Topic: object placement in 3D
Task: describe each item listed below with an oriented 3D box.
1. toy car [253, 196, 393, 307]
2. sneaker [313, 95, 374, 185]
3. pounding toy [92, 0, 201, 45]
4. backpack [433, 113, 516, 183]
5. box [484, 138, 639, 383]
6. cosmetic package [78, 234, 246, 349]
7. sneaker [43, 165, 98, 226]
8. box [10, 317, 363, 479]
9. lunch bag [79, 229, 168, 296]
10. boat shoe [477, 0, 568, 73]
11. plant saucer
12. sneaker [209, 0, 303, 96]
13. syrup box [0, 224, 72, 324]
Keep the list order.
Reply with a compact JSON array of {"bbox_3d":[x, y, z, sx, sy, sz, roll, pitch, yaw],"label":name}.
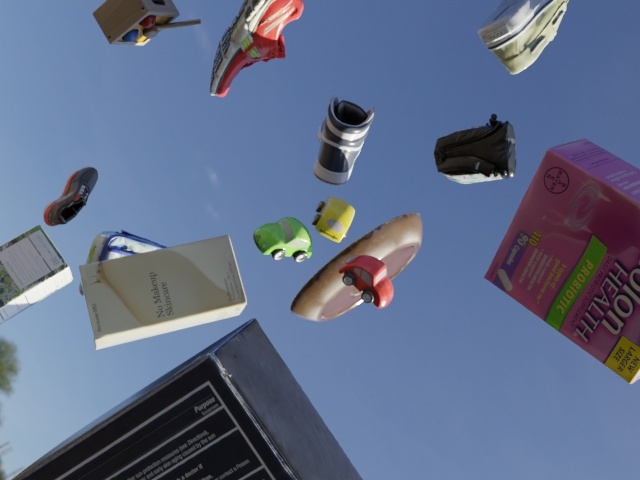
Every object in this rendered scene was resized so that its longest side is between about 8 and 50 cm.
[{"bbox_3d":[0.000,0.000,1.231,0.053,0.225,0.239,-55,-134,33],"label":"toy car"},{"bbox_3d":[0.052,-0.243,1.601,0.099,0.282,0.153,15,-57,-3],"label":"sneaker"},{"bbox_3d":[-0.336,-0.436,1.511,0.130,0.141,0.100,-30,-91,26],"label":"pounding toy"},{"bbox_3d":[0.356,-0.193,1.784,0.182,0.115,0.152,-7,-110,30],"label":"backpack"},{"bbox_3d":[0.377,0.021,1.018,0.243,0.117,0.213,39,-54,28],"label":"box"},{"bbox_3d":[-0.324,0.105,1.589,0.113,0.309,0.160,130,-56,-66],"label":"cosmetic package"},{"bbox_3d":[-0.493,-0.086,1.574,0.065,0.158,0.061,9,-34,33],"label":"sneaker"},{"bbox_3d":[-0.127,0.293,0.852,0.294,0.296,0.183,57,12,-1],"label":"box"},{"bbox_3d":[-0.429,0.076,1.770,0.090,0.219,0.176,13,-96,48],"label":"lunch bag"},{"bbox_3d":[0.358,-0.375,1.313,0.109,0.302,0.094,-11,-65,47],"label":"boat shoe"},{"bbox_3d":[0.081,0.064,1.478,0.050,0.310,0.310,54,-31,16],"label":"plant saucer"},{"bbox_3d":[-0.128,-0.374,1.511,0.279,0.118,0.107,-47,-150,37],"label":"sneaker"},{"bbox_3d":[-0.544,0.082,1.287,0.093,0.237,0.096,53,-21,6],"label":"syrup box"}]
